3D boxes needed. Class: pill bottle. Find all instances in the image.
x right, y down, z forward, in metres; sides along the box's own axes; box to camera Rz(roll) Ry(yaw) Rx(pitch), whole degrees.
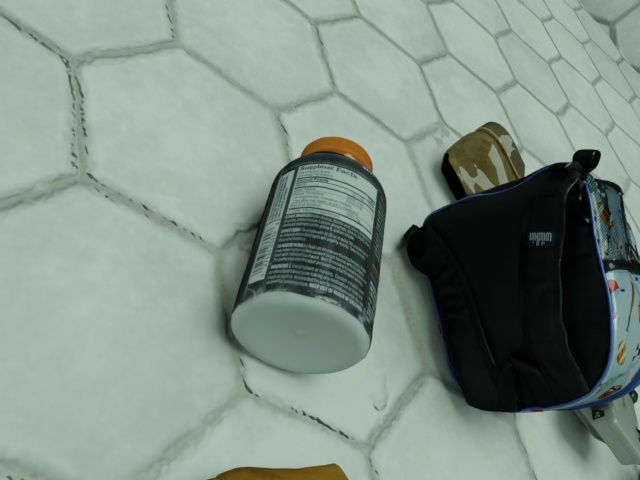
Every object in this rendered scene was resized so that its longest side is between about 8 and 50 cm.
[{"bbox_3d":[0.000,0.000,0.592,0.130,0.130,0.245,32,45,-20],"label":"pill bottle"}]

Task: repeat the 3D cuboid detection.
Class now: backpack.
[{"bbox_3d":[0.256,0.071,0.690,0.213,0.276,0.263,15,66,-32],"label":"backpack"}]

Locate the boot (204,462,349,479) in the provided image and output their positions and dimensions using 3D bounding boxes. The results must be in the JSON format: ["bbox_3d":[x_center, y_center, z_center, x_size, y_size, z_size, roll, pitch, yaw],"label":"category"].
[{"bbox_3d":[-0.021,0.299,0.379,0.211,0.104,0.295,11,51,-35],"label":"boot"}]

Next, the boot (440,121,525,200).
[{"bbox_3d":[0.299,-0.032,0.926,0.115,0.112,0.305,-30,87,-18],"label":"boot"}]

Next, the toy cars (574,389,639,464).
[{"bbox_3d":[0.407,0.315,0.760,0.176,0.087,0.393,25,42,-43],"label":"toy cars"}]
